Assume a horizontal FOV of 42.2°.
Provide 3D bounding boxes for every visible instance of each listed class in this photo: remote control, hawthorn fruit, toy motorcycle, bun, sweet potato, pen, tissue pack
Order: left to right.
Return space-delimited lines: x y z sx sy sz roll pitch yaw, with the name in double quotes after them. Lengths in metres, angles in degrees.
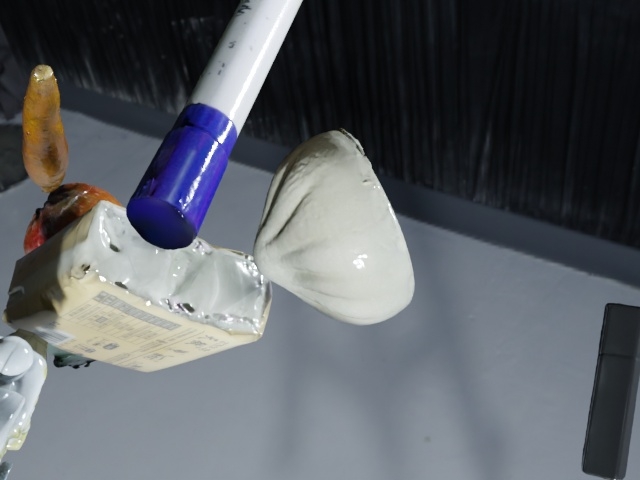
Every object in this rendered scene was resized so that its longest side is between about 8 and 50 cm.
-0.255 0.130 0.628 0.074 0.151 0.229 27 11 -9 "toy motorcycle"
-0.321 -0.115 0.966 0.057 0.264 0.057 6 67 -15 "sweet potato"
-0.375 -0.004 1.316 0.172 0.173 0.173 -5 43 5 "hawthorn fruit"
-0.174 0.052 0.773 0.222 0.186 0.090 -26 50 49 "tissue pack"
-0.030 -0.109 0.424 0.033 0.033 0.269 8 54 17 "pen"
0.000 0.000 0.563 0.094 0.138 0.138 -23 45 -9 "bun"
0.408 0.206 1.152 0.063 0.025 0.245 5 76 32 "remote control"

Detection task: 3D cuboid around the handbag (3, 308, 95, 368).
-0.290 0.116 1.191 0.260 0.247 0.079 -14 76 2 "handbag"
